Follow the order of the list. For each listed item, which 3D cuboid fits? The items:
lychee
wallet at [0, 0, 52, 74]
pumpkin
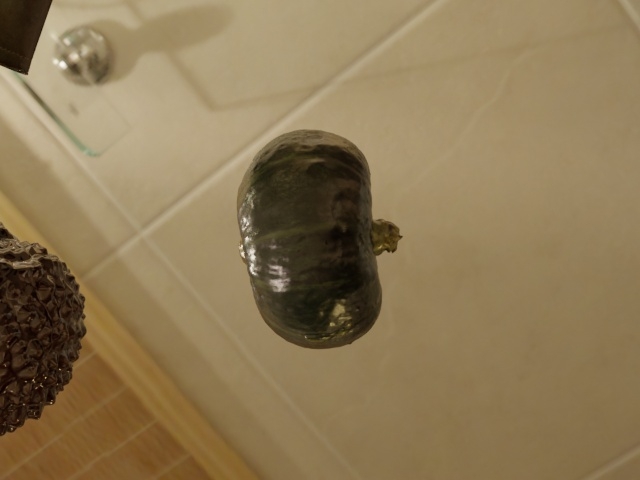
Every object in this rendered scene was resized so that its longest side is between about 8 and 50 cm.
[{"bbox_3d":[-0.499,0.126,1.410,0.306,0.305,0.331,31,-120,-54],"label":"lychee"},{"bbox_3d":[-0.309,-0.309,0.960,0.031,0.255,0.137,22,180,41],"label":"wallet"},{"bbox_3d":[-0.002,-0.001,0.904,0.211,0.152,0.212,162,90,-88],"label":"pumpkin"}]
